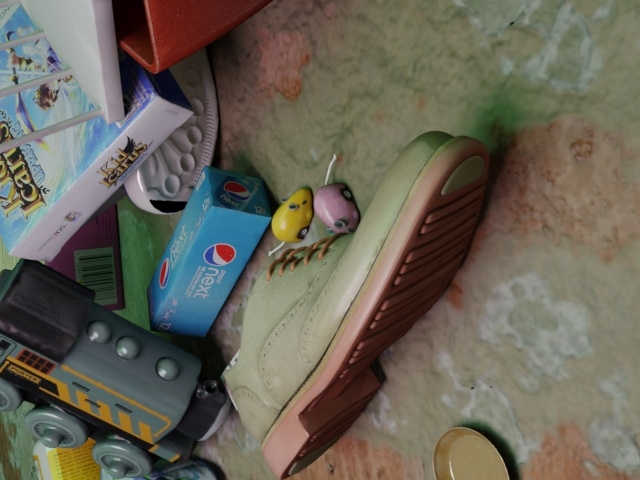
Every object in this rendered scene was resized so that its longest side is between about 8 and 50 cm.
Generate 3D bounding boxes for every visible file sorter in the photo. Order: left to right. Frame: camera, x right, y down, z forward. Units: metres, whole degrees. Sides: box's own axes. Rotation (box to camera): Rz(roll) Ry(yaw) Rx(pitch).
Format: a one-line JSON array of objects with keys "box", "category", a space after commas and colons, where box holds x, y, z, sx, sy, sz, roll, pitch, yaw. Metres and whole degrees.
[{"box": [-0.321, -0.235, 0.712, 0.278, 0.173, 0.193, 50, 151, 27], "category": "file sorter"}]

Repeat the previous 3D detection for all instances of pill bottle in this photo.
[{"box": [-0.363, 0.344, 1.202, 0.117, 0.117, 0.208, -32, 71, 47], "category": "pill bottle"}]

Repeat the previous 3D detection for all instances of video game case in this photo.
[{"box": [-0.289, -0.157, 0.866, 0.244, 0.061, 0.270, -42, 63, 20], "category": "video game case"}]

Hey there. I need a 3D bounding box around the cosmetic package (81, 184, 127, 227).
[{"box": [-0.362, -0.136, 1.024, 0.238, 0.107, 0.127, 53, 175, 23], "category": "cosmetic package"}]

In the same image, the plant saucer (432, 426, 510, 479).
[{"box": [0.132, 0.199, 0.684, 0.083, 0.015, 0.083, 9, 102, 49], "category": "plant saucer"}]

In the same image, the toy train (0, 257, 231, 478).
[{"box": [-0.265, 0.155, 0.926, 0.190, 0.334, 0.142, -40, 25, 41], "category": "toy train"}]

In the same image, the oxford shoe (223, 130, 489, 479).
[{"box": [0.004, 0.050, 0.700, 0.146, 0.140, 0.397, 44, 127, 21], "category": "oxford shoe"}]

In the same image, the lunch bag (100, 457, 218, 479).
[{"box": [-0.204, 0.371, 1.045, 0.219, 0.090, 0.176, -1, 98, 50], "category": "lunch bag"}]

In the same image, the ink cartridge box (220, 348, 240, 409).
[{"box": [-0.086, 0.161, 0.922, 0.048, 0.028, 0.083, 58, 134, 27], "category": "ink cartridge box"}]

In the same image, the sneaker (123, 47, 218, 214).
[{"box": [-0.250, -0.181, 0.970, 0.236, 0.130, 0.323, -6, 85, 40], "category": "sneaker"}]

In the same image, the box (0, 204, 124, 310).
[{"box": [-0.411, 0.001, 1.212, 0.243, 0.117, 0.214, -1, 94, 48], "category": "box"}]

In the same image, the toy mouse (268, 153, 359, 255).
[{"box": [0.000, 0.000, 0.798, 0.143, 0.031, 0.161, 49, 129, 33], "category": "toy mouse"}]

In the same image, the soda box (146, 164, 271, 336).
[{"box": [-0.132, 0.019, 0.913, 0.210, 0.071, 0.067, -57, 34, 37], "category": "soda box"}]

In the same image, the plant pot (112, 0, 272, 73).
[{"box": [-0.119, -0.346, 0.700, 0.267, 0.235, 0.267, 42, 147, 38], "category": "plant pot"}]
